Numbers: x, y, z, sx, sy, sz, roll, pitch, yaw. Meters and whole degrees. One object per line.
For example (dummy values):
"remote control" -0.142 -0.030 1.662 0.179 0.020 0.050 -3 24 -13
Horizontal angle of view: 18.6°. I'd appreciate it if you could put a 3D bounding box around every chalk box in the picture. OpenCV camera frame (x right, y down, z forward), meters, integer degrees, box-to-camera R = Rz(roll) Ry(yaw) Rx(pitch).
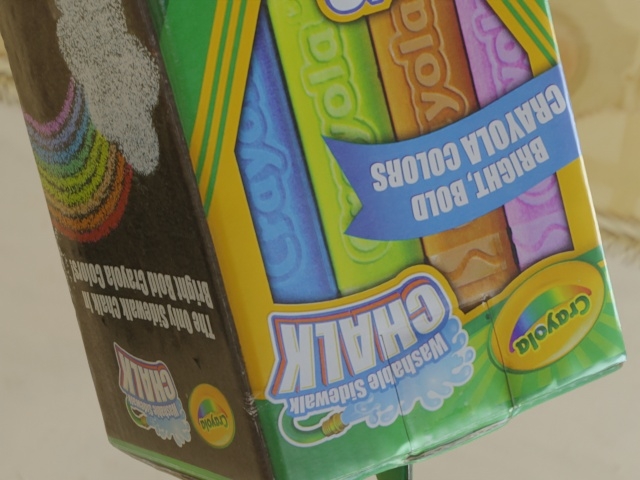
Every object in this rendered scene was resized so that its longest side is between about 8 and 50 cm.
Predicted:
"chalk box" 0.000 0.000 0.835 0.179 0.180 0.289 -20 -77 -25
